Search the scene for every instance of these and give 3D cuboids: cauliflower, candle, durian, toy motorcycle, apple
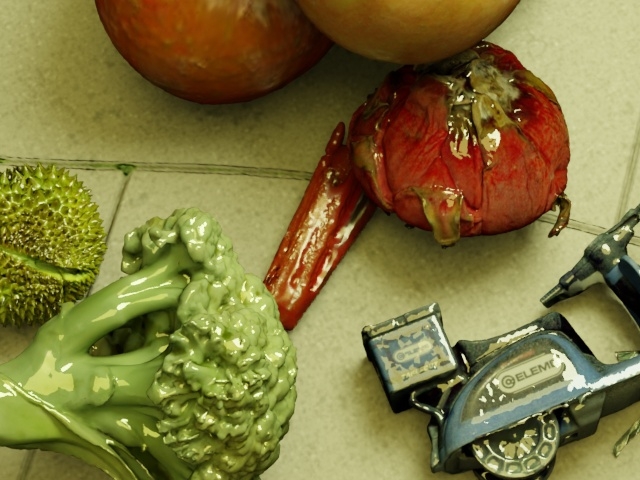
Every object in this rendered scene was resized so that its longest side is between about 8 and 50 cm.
[{"bbox_3d":[-0.160,0.121,1.404,0.281,0.260,0.327,11,102,1],"label":"cauliflower"},{"bbox_3d":[0.000,0.000,1.545,0.084,0.059,0.301,28,75,2],"label":"candle"},{"bbox_3d":[-0.302,0.010,1.505,0.198,0.146,0.159,-11,85,7],"label":"durian"},{"bbox_3d":[0.236,0.103,1.476,0.359,0.125,0.212,-21,69,-3],"label":"toy motorcycle"},{"bbox_3d":[0.089,-0.278,1.357,0.254,0.253,0.253,0,72,0],"label":"apple"}]

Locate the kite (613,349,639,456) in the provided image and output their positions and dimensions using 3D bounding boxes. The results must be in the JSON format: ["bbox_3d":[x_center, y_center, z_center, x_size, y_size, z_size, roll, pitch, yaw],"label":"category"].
[{"bbox_3d":[0.341,0.156,1.519,0.157,0.011,0.139,-41,74,-12],"label":"kite"}]

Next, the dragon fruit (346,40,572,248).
[{"bbox_3d":[0.138,-0.122,1.475,0.218,0.148,0.223,-4,50,-5],"label":"dragon fruit"}]

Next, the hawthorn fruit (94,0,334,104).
[{"bbox_3d":[-0.086,-0.266,1.522,0.284,0.284,0.284,0,72,0],"label":"hawthorn fruit"}]
